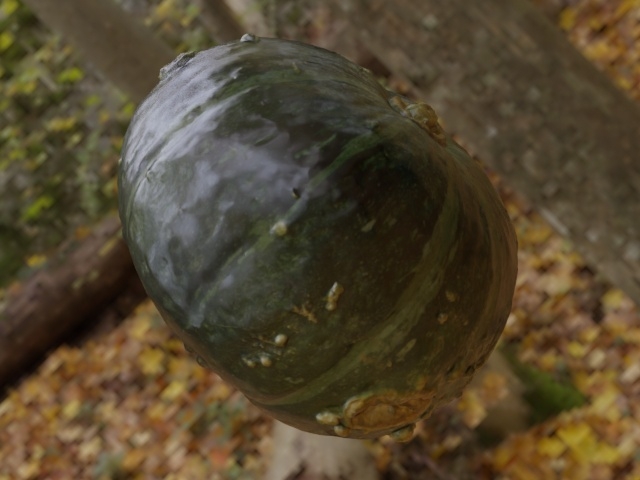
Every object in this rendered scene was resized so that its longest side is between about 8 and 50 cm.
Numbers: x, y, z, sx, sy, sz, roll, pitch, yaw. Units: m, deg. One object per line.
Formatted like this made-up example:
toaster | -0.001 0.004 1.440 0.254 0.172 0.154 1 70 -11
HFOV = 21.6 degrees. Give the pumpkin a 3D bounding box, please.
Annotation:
pumpkin | -0.001 -0.001 0.731 0.146 0.190 0.190 -60 -7 22
